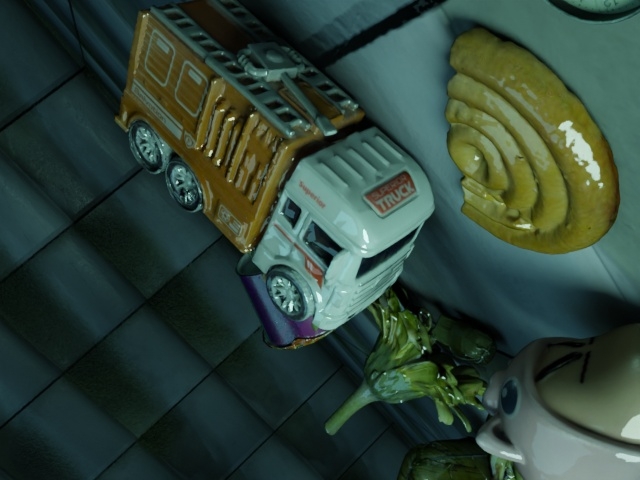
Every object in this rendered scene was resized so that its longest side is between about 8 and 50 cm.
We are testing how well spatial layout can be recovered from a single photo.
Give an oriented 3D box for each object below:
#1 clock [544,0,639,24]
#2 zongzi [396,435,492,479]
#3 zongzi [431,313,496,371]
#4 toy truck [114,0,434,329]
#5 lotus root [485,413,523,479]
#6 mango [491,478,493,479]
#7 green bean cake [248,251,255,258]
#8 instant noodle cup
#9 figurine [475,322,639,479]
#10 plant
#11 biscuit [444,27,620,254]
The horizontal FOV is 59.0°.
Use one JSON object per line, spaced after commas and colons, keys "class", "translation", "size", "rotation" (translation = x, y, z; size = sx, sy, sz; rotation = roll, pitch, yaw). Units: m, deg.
{"class": "clock", "translation": [0.129, -0.142, 0.267], "size": [0.085, 0.017, 0.085], "rotation": [45, 169, 12]}
{"class": "zongzi", "translation": [0.381, 0.584, 1.266], "size": [0.323, 0.159, 0.361], "rotation": [8, -168, -43]}
{"class": "zongzi", "translation": [0.237, 0.165, 0.844], "size": [0.119, 0.055, 0.109], "rotation": [40, 172, -28]}
{"class": "toy truck", "translation": [-0.053, -0.101, 0.647], "size": [0.387, 0.173, 0.206], "rotation": [44, 138, 15]}
{"class": "lotus root", "translation": [0.330, 0.289, 0.653], "size": [0.309, 0.173, 0.173], "rotation": [45, 169, -10]}
{"class": "mango", "translation": [0.424, 0.518, 1.119], "size": [0.126, 0.154, 0.252], "rotation": [41, -177, -2]}
{"class": "green bean cake", "translation": [-0.087, -0.043, 1.009], "size": [0.173, 0.094, 0.181], "rotation": [47, 136, 30]}
{"class": "instant noodle cup", "translation": [-0.065, 0.094, 1.277], "size": [0.190, 0.251, 0.251], "rotation": [62, 164, -23]}
{"class": "figurine", "translation": [0.284, 0.154, 0.460], "size": [0.288, 0.176, 0.186], "rotation": [21, 114, 32]}
{"class": "plant", "translation": [0.127, 0.198, 0.997], "size": [0.306, 0.297, 0.261], "rotation": [-57, -46, -78]}
{"class": "biscuit", "translation": [0.158, -0.049, 0.440], "size": [0.144, 0.033, 0.224], "rotation": [41, 168, 30]}
